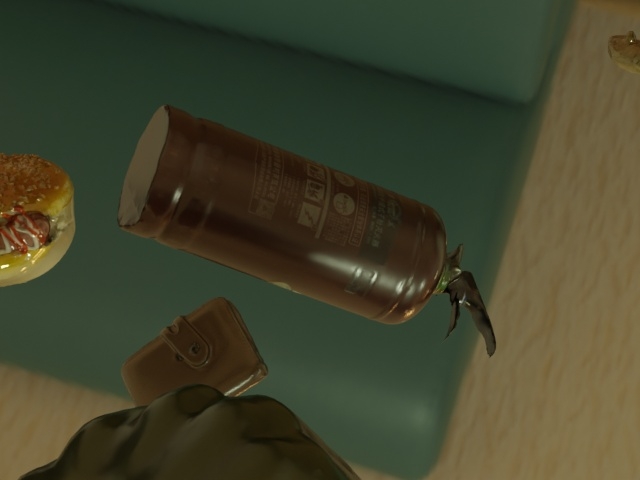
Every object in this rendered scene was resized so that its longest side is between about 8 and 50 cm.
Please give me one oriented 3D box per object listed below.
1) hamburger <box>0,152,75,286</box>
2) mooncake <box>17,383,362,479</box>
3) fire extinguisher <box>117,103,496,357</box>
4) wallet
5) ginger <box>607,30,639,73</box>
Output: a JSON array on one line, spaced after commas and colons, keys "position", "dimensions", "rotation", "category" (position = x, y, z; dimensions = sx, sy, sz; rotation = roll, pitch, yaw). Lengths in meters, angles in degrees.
[{"position": [-0.357, -0.022, 1.704], "dimensions": [0.210, 0.173, 0.116], "rotation": [-8, 133, 8], "category": "hamburger"}, {"position": [-0.104, 0.277, 1.116], "dimensions": [0.356, 0.356, 0.194], "rotation": [-7, 142, 31], "category": "mooncake"}, {"position": [0.000, 0.000, 1.416], "dimensions": [0.337, 0.135, 0.114], "rotation": [19, 137, -17], "category": "fire extinguisher"}, {"position": [-0.144, 0.142, 1.835], "dimensions": [0.152, 0.118, 0.039], "rotation": [-36, 153, 9], "category": "wallet"}, {"position": [0.345, -0.198, 1.547], "dimensions": [0.173, 0.051, 0.069], "rotation": [-33, 86, 38], "category": "ginger"}]
